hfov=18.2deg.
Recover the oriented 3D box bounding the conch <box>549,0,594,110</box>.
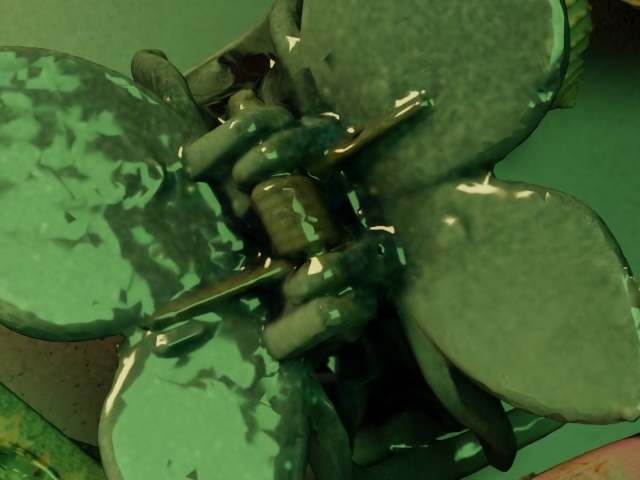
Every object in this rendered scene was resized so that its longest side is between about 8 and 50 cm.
[{"bbox_3d":[0.094,-0.128,1.229,0.135,0.102,0.153,-44,55,-6],"label":"conch"}]

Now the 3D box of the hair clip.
[{"bbox_3d":[0.000,0.000,1.070,0.392,0.238,0.318,-26,82,2],"label":"hair clip"}]

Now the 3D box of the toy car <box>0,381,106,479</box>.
[{"bbox_3d":[-0.112,0.187,1.063,0.320,0.141,0.097,40,43,-2],"label":"toy car"}]

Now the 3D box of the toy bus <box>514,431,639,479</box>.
[{"bbox_3d":[0.121,0.186,1.040,0.147,0.303,0.127,-23,79,-25],"label":"toy bus"}]

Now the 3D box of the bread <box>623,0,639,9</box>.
[{"bbox_3d":[0.264,-0.206,1.271,0.251,0.174,0.133,-31,129,-12],"label":"bread"}]
